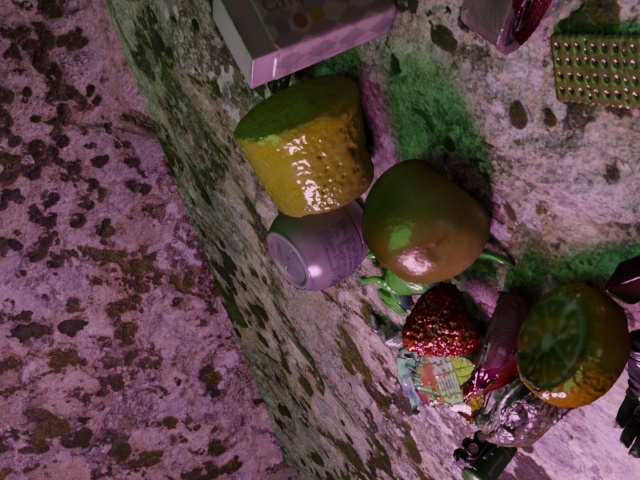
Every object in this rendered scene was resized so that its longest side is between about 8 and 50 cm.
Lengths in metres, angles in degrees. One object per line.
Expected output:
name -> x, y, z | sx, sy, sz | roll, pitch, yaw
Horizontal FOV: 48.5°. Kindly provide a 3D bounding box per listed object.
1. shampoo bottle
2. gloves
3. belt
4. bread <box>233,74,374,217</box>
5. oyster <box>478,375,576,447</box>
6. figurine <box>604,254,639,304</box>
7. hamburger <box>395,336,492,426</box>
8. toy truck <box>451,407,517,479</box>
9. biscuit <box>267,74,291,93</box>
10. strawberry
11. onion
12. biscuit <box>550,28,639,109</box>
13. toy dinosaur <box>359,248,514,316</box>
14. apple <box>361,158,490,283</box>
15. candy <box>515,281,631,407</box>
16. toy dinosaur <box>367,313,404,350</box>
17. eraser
shampoo bottle -> 0.000, 0.000, 2.136 | 0.273, 0.266, 0.272 | 40, 148, 32
gloves -> 0.663, 0.313, 1.419 | 0.142, 0.119, 0.285 | -145, 48, -61
belt -> 0.328, -0.441, 1.254 | 0.124, 0.128, 0.200 | 48, 148, 28
bread -> -0.023, -0.254, 1.876 | 0.348, 0.348, 0.307 | 22, 146, 53
oyster -> 0.489, 0.406, 1.716 | 0.162, 0.158, 0.351 | 34, 137, -2
figurine -> 0.618, 0.077, 1.315 | 0.098, 0.082, 0.154 | 47, 153, -2
hamburger -> 0.347, 0.346, 1.918 | 0.276, 0.150, 0.260 | 6, 109, 26
toy truck -> 0.454, 0.546, 1.891 | 0.125, 0.242, 0.101 | 42, 151, 11
biscuit -> -0.117, -0.514, 1.996 | 0.226, 0.042, 0.225 | -179, 90, -73
strawberry -> 0.292, 0.208, 1.762 | 0.184, 0.202, 0.186 | 131, 115, -89
onion -> 0.422, 0.264, 1.663 | 0.120, 0.283, 0.227 | 23, -179, 14
biscuit -> 0.496, -0.294, 1.226 | 0.231, 0.016, 0.139 | 24, 137, 52
toy dinosaur -> 0.307, 0.130, 1.910 | 0.500, 0.144, 0.374 | 17, 146, 40
apple -> 0.226, -0.044, 1.665 | 0.257, 0.233, 0.295 | -49, 58, 16
candy -> 0.513, 0.215, 1.458 | 0.118, 0.259, 0.260 | 20, 161, -18
toy dinosaur -> 0.247, 0.322, 2.211 | 0.129, 0.076, 0.383 | 40, -179, -43
eraser -> -0.027, -0.497, 1.535 | 0.213, 0.397, 0.082 | 63, 153, -4
